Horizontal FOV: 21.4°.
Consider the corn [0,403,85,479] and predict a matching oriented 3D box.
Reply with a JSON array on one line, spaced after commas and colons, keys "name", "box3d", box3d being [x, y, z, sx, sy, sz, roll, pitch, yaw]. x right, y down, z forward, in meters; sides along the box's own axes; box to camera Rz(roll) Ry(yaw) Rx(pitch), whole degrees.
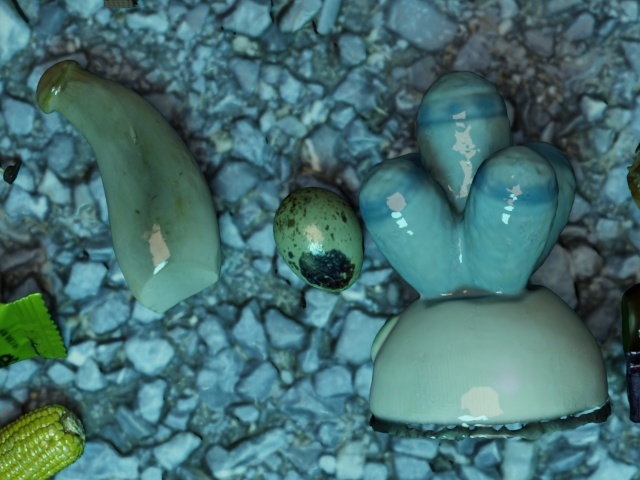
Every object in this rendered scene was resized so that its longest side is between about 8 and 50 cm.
[{"name": "corn", "box3d": [-0.331, 0.236, 1.731, 0.203, 0.072, 0.072, -32, 90, 10]}]

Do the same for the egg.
[{"name": "egg", "box3d": [0.000, 0.000, 1.656, 0.085, 0.085, 0.110, -21, 98, 9]}]

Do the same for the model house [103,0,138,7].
[{"name": "model house", "box3d": [-0.214, -0.272, 1.674, 0.057, 0.058, 0.083, 0, 95, 8]}]

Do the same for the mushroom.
[{"name": "mushroom", "box3d": [-0.182, -0.069, 1.674, 0.118, 0.103, 0.270, -27, 81, 4]}]

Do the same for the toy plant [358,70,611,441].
[{"name": "toy plant", "box3d": [0.145, 0.008, 1.572, 0.247, 0.247, 0.332, -5, 92, 8]}]

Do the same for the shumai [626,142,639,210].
[{"name": "shumai", "box3d": [0.359, -0.056, 1.585, 0.145, 0.116, 0.145, 1, 96, 9]}]

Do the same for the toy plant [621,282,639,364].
[{"name": "toy plant", "box3d": [0.371, 0.079, 1.608, 0.162, 0.093, 0.093, -3, 95, 5]}]

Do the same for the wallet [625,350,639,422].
[{"name": "wallet", "box3d": [0.343, 0.137, 1.587, 0.111, 0.166, 0.030, -5, 67, 10]}]

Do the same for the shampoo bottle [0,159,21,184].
[{"name": "shampoo bottle", "box3d": [-0.373, -0.095, 1.727, 0.137, 0.027, 0.048, 26, 100, 4]}]

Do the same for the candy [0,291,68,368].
[{"name": "candy", "box3d": [-0.381, 0.096, 1.699, 0.246, 0.149, 0.069, -4, 67, 6]}]
